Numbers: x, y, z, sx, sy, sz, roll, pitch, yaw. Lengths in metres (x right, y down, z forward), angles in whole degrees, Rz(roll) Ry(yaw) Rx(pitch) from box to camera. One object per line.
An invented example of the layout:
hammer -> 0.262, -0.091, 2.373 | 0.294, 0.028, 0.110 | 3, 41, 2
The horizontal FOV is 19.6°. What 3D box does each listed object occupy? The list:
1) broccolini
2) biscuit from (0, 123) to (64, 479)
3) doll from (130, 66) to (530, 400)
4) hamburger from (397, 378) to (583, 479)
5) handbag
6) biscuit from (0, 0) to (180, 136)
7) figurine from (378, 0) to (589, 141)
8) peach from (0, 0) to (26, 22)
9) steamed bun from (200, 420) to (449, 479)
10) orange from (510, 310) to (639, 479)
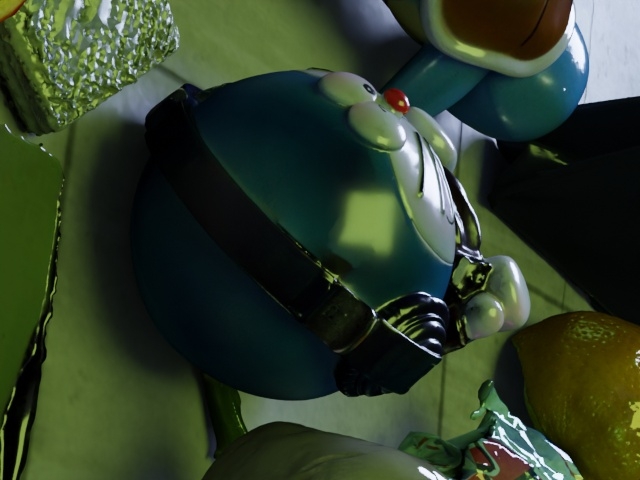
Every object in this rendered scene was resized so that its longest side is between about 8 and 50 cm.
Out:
broccolini -> -0.061, 0.191, 1.372 | 0.067, 0.058, 0.216 | -168, -120, -86
biscuit -> -0.220, 0.081, 1.163 | 0.099, 0.038, 0.322 | 28, 61, -46
doll -> 0.000, 0.000, 1.335 | 0.284, 0.240, 0.310 | 49, 9, 23
hamburger -> 0.109, 0.273, 1.526 | 0.276, 0.150, 0.260 | -23, 85, -39
handbag -> 0.345, -0.033, 1.791 | 0.326, 0.269, 0.118 | 37, 52, -45
biscuit -> -0.183, -0.208, 1.243 | 0.147, 0.046, 0.250 | -38, 117, -41
figurine -> 0.120, -0.258, 1.579 | 0.416, 0.243, 0.298 | 87, 8, -53
peach -> -0.233, -0.205, 1.071 | 0.190, 0.192, 0.190 | 10, 75, -40
steamed bun -> -0.018, 0.326, 1.207 | 0.236, 0.247, 0.383 | -18, 105, -30
orange -> 0.278, 0.182, 1.746 | 0.179, 0.158, 0.237 | -24, 103, -56
